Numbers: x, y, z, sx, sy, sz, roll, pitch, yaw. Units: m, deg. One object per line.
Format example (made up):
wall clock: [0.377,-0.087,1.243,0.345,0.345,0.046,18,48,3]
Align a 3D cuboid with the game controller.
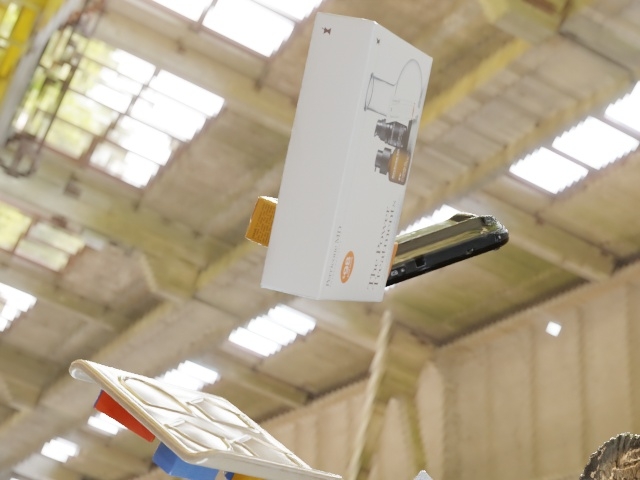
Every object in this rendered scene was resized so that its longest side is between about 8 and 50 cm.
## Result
game controller: [0.156,0.022,2.410,0.166,0.319,0.067,7,-67,68]

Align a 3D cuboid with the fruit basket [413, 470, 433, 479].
fruit basket: [0.088,0.491,1.762,0.353,0.327,0.165,-52,-144,-11]

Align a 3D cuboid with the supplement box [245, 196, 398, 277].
supplement box: [0.000,0.000,2.261,0.078,0.233,0.080,5,102,-63]

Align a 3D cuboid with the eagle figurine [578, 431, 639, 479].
eagle figurine: [0.445,0.370,1.895,0.298,0.226,0.225,3,-100,29]

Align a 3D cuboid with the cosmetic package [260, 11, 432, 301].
cosmetic package: [0.043,-0.105,2.007,0.284,0.097,0.377,8,94,-68]

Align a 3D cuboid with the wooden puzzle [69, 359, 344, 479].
wooden puzzle: [-0.180,0.300,2.154,0.348,0.322,0.080,26,-88,42]
